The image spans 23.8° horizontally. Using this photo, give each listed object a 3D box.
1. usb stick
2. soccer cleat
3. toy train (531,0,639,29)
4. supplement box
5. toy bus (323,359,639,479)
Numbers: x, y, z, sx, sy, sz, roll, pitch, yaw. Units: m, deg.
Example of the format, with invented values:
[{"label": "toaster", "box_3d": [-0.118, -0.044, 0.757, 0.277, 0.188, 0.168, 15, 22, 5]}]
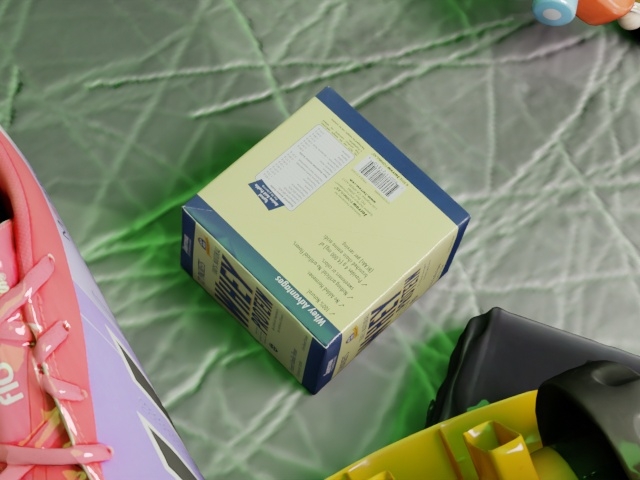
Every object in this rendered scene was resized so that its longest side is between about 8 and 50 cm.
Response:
[{"label": "usb stick", "box_3d": [0.178, 0.100, 0.598, 0.278, 0.045, 0.077, 18, 58, 3]}, {"label": "soccer cleat", "box_3d": [-0.110, 0.059, 0.548, 0.109, 0.116, 0.318, -26, 70, -17]}, {"label": "toy train", "box_3d": [0.148, -0.152, 0.680, 0.125, 0.046, 0.166, 36, 57, -30]}, {"label": "supplement box", "box_3d": [0.000, 0.000, 0.620, 0.083, 0.056, 0.083, -41, 75, -21]}, {"label": "toy bus", "box_3d": [0.084, 0.164, 0.468, 0.149, 0.220, 0.211, -22, 97, -12]}]
